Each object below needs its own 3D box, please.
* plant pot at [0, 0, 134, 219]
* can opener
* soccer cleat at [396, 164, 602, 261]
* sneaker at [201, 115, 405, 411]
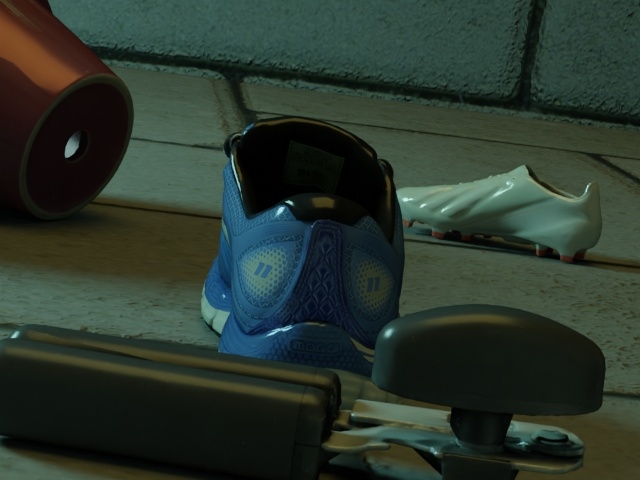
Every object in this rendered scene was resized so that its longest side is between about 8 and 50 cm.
[{"bbox_3d":[-0.258,-0.113,1.428,0.180,0.201,0.201,30,19,28],"label":"plant pot"},{"bbox_3d":[-0.014,0.060,0.817,0.283,0.095,0.076,9,9,5],"label":"can opener"},{"bbox_3d":[0.158,-0.034,1.583,0.196,0.076,0.068,11,10,22],"label":"soccer cleat"},{"bbox_3d":[0.000,0.000,1.037,0.129,0.147,0.330,7,9,-7],"label":"sneaker"}]
